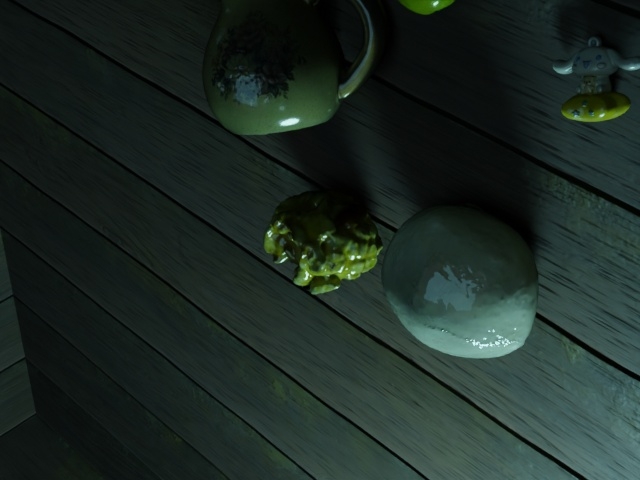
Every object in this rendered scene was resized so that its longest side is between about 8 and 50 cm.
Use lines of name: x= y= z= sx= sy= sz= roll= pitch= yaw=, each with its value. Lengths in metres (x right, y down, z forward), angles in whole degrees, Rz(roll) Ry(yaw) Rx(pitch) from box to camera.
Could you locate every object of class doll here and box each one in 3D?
doll: x=0.381 y=-0.219 z=1.442 sx=0.135 sy=0.071 sz=0.113 roll=-29 pitch=75 yaw=49

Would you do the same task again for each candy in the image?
candy: x=0.220 y=0.077 z=1.746 sx=0.295 sy=0.185 sz=0.296 roll=27 pitch=130 yaw=39

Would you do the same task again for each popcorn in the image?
popcorn: x=0.002 y=0.000 z=1.941 sx=0.218 sy=0.189 sz=0.170 roll=21 pitch=128 yaw=38

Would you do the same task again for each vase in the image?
vase: x=-0.044 y=-0.337 z=1.754 sx=0.329 sy=0.241 sz=0.303 roll=-4 pitch=101 yaw=21

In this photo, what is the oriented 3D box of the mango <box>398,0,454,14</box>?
mango: x=0.141 y=-0.403 z=1.569 sx=0.163 sy=0.089 sz=0.117 roll=50 pitch=154 yaw=32
